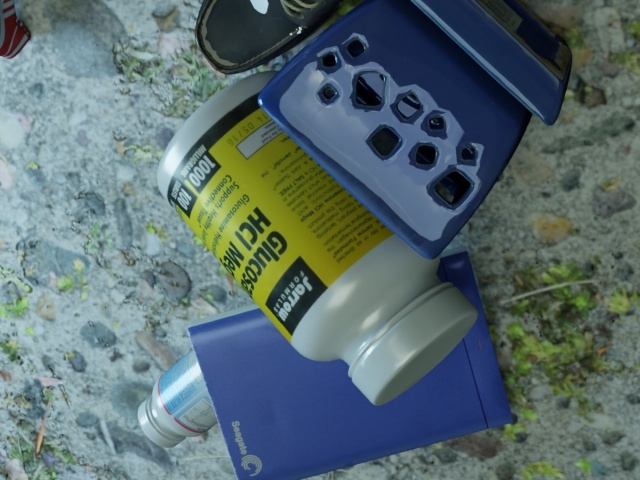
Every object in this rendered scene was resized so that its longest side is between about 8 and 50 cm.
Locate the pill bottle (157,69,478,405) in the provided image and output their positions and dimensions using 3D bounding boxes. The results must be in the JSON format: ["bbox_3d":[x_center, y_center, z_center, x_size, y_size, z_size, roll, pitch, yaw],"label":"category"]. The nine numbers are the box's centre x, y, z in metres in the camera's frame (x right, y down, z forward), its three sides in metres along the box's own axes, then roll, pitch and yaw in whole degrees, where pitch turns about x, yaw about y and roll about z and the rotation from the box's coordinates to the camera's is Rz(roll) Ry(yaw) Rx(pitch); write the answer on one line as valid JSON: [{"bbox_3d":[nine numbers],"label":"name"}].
[{"bbox_3d":[0.000,0.000,1.492,0.334,0.188,0.188,48,118,16],"label":"pill bottle"}]

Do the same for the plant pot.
[{"bbox_3d":[0.112,-0.154,1.424,0.236,0.236,0.212,43,112,-2],"label":"plant pot"}]

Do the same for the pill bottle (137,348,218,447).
[{"bbox_3d":[-0.141,0.176,1.713,0.160,0.087,0.087,-40,96,27],"label":"pill bottle"}]

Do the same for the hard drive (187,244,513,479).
[{"bbox_3d":[0.035,0.147,1.621,0.318,0.040,0.210,-16,107,4],"label":"hard drive"}]

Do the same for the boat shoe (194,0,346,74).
[{"bbox_3d":[-0.010,-0.294,1.456,0.132,0.130,0.355,46,117,-4],"label":"boat shoe"}]

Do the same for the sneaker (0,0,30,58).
[{"bbox_3d":[-0.355,-0.263,1.632,0.042,0.067,0.119,4,83,18],"label":"sneaker"}]
